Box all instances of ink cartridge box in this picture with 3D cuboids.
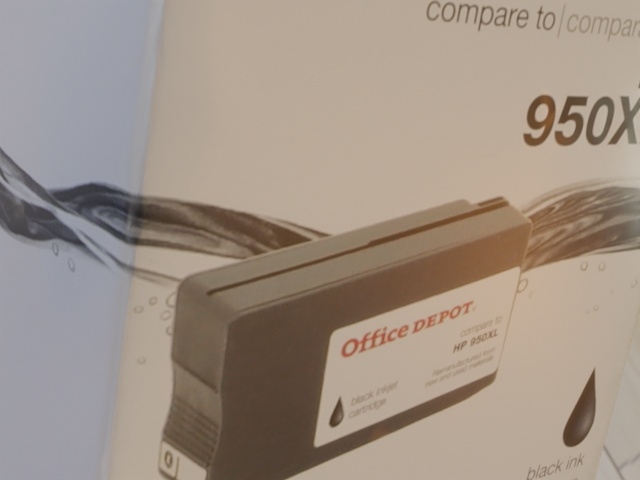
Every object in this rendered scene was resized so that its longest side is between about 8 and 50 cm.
[{"bbox_3d":[0.000,0.000,0.514,0.286,0.166,0.394,-4,112,-36],"label":"ink cartridge box"}]
